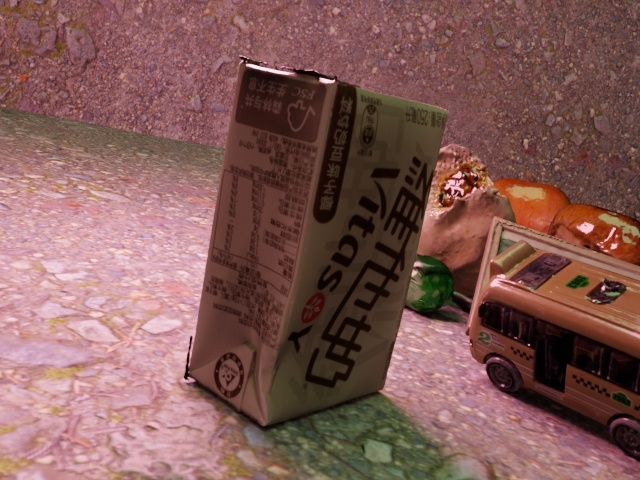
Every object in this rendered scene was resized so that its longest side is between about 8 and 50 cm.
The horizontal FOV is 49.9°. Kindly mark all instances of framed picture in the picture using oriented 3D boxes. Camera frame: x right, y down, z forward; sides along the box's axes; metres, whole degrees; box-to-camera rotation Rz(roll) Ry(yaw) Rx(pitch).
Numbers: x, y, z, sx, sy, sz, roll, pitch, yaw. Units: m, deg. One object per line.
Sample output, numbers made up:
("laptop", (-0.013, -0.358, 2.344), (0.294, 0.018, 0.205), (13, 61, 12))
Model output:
("framed picture", (0.390, 0.099, 0.984), (0.334, 0.022, 0.247), (20, 44, 7))

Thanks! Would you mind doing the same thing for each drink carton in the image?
("drink carton", (0.000, -0.001, 0.690), (0.132, 0.325, 0.194), (22, 16, 39))

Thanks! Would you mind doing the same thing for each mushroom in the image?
("mushroom", (0.531, 0.059, 1.324), (0.254, 0.267, 0.267), (-21, 7, 9))

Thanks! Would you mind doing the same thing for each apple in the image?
("apple", (0.519, -0.051, 1.771), (0.271, 0.207, 0.251), (13, 8, 12))

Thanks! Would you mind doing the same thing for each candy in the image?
("candy", (0.260, 0.114, 1.075), (0.323, 0.097, 0.097), (25, 15, 18))

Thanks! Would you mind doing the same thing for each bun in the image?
("bun", (0.226, -0.016, 1.234), (0.204, 0.282, 0.281), (-15, 11, 4))

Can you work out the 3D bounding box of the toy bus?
("toy bus", (0.314, 0.114, 0.781), (0.139, 0.157, 0.289), (-27, 33, -33))
